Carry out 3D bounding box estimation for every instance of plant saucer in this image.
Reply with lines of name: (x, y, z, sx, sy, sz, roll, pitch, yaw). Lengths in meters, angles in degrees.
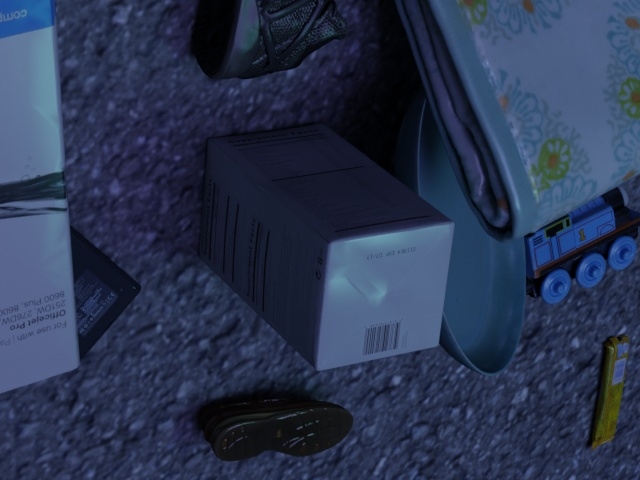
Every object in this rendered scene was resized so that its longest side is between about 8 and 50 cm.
plant saucer: (0.140, -0.018, 1.956, 0.317, 0.044, 0.317, -8, 90, -66)

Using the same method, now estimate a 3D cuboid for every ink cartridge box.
ink cartridge box: (-0.326, -0.101, 1.488, 0.166, 0.285, 0.394, -17, 124, -28)

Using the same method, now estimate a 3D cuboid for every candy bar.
candy bar: (0.357, 0.188, 2.371, 0.040, 0.018, 0.161, -17, 123, -34)

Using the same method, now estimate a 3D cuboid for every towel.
towel: (0.233, -0.225, 1.889, 0.321, 0.090, 0.374, -26, 104, -29)

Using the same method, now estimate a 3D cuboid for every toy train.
toy train: (0.283, -0.003, 2.165, 0.184, 0.080, 0.105, -25, 122, -25)

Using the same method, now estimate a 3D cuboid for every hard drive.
hard drive: (-0.242, 0.043, 1.819, 0.094, 0.022, 0.135, -49, 134, -4)

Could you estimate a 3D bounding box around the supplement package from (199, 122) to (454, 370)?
supplement package: (0.000, 0.000, 1.824, 0.139, 0.244, 0.133, -9, 119, -28)

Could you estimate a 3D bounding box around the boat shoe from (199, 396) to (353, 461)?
boat shoe: (-0.046, 0.189, 2.027, 0.178, 0.060, 0.064, -1, 123, -35)

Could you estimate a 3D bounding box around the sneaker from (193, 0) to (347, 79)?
sneaker: (-0.028, -0.254, 1.775, 0.130, 0.087, 0.227, -3, 119, -39)
